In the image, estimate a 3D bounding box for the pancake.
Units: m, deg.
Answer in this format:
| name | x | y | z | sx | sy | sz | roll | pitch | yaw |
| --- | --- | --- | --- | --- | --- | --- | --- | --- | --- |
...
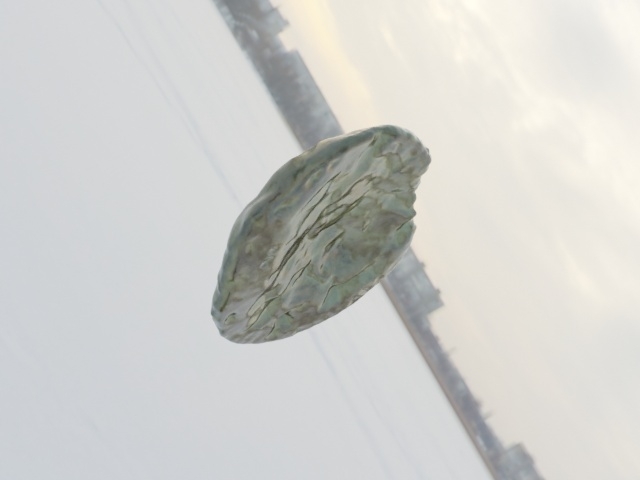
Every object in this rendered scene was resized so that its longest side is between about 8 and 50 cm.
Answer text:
| name | x | y | z | sx | sy | sz | roll | pitch | yaw |
| --- | --- | --- | --- | --- | --- | --- | --- | --- | --- |
| pancake | -0.001 | -0.001 | 0.799 | 0.042 | 0.222 | 0.236 | 52 | -2 | 24 |
